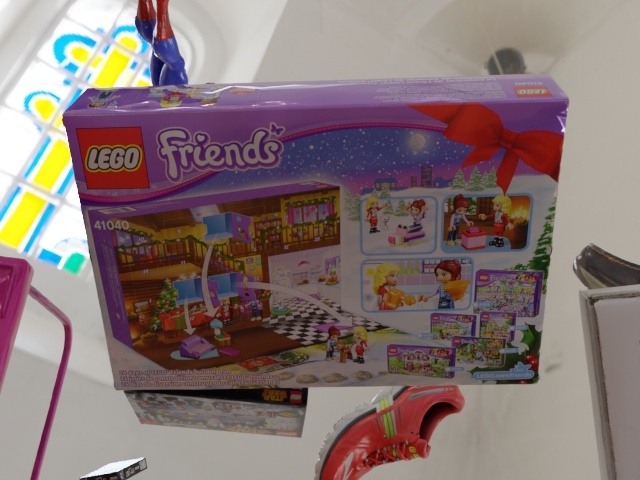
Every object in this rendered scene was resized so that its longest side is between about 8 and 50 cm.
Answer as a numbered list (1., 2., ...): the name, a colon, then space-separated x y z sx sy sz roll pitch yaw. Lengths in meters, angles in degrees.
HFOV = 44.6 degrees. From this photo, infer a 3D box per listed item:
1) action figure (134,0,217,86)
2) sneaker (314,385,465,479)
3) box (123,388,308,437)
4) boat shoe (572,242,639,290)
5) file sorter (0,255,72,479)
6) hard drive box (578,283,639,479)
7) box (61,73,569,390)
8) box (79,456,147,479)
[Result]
1. action figure: -0.136 -0.170 0.878 0.139 0.091 0.280 -14 -44 -28
2. sneaker: 0.109 0.304 1.201 0.118 0.279 0.107 37 -20 41
3. box: -0.079 0.127 0.615 0.136 0.027 0.094 5 -28 -1
4. boat shoe: 0.471 0.083 0.903 0.355 0.130 0.132 32 6 31
5. file sorter: -0.376 0.119 0.633 0.290 0.202 0.182 8 -21 2
6. hard drive box: 0.242 0.099 0.332 0.232 0.181 0.089 -6 -2 16
7. box: 0.000 0.000 0.507 0.293 0.057 0.201 -1 -62 2
8. box: -0.311 0.352 1.177 0.067 0.018 0.083 -14 -5 17
